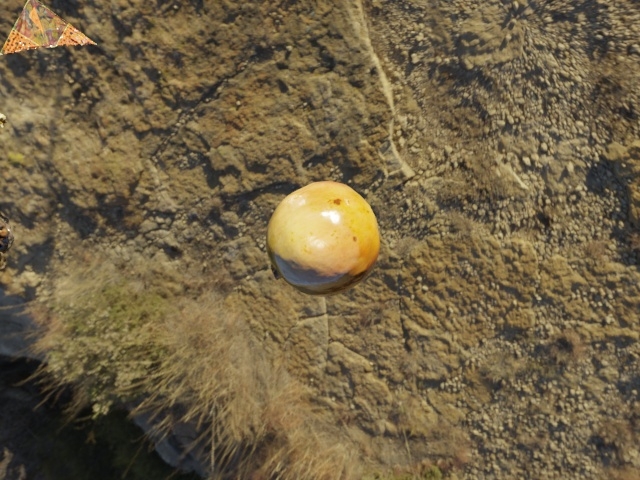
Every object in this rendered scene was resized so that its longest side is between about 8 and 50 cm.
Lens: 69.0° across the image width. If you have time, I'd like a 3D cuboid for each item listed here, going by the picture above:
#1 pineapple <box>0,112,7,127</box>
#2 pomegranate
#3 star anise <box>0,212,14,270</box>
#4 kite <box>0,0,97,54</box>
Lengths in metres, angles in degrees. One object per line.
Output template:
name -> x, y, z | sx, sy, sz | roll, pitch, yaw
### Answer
pineapple -> -0.602, -0.220, 0.824 | 0.083, 0.045, 0.019 | 24, 139, 3
pomegranate -> 0.002, -0.004, 0.740 | 0.191, 0.191, 0.191 | 9, 117, 19
star anise -> -0.660, 0.037, 0.913 | 0.073, 0.212, 0.197 | 24, 157, -33
kite -> -0.672, -0.523, 1.119 | 0.008, 0.222, 0.125 | 7, 116, 48
